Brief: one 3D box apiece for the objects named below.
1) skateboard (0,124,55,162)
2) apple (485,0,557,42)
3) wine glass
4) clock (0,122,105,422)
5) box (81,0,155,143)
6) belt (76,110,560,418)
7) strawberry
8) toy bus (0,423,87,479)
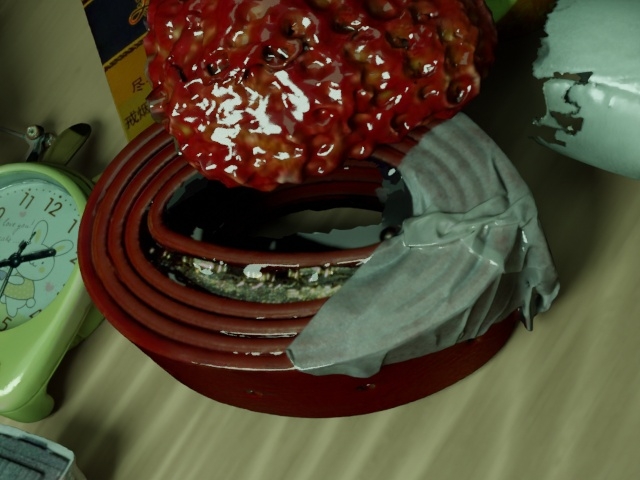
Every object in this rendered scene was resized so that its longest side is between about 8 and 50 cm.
[{"bbox_3d":[-0.272,-0.077,0.979,0.083,0.032,0.064,21,86,22],"label":"skateboard"},{"bbox_3d":[0.108,-0.224,0.837,0.146,0.147,0.163,-10,35,18],"label":"apple"},{"bbox_3d":[0.296,-0.084,0.735,0.321,0.143,0.143,17,74,24],"label":"wine glass"},{"bbox_3d":[-0.224,0.012,0.903,0.170,0.069,0.232,28,78,27],"label":"clock"},{"bbox_3d":[-0.108,-0.188,0.931,0.152,0.070,0.237,-33,59,19],"label":"box"},{"bbox_3d":[0.000,0.000,0.807,0.324,0.115,0.227,-3,66,16],"label":"belt"},{"bbox_3d":[-0.008,-0.139,0.753,0.236,0.111,0.190,-7,59,13],"label":"strawberry"},{"bbox_3d":[-0.244,0.257,0.758,0.092,0.106,0.268,14,57,23],"label":"toy bus"}]
